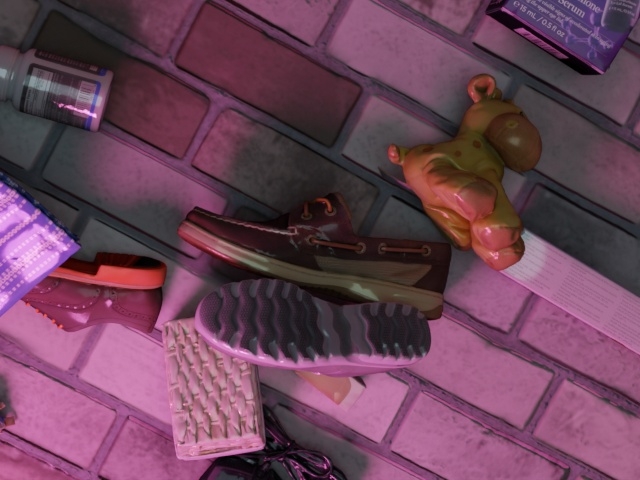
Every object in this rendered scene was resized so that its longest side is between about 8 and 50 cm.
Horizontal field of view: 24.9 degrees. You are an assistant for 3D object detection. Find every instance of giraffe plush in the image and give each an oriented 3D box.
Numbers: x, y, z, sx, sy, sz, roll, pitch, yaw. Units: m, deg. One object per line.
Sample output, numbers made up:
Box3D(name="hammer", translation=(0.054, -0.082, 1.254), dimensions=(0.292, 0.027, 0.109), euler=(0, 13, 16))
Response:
Box3D(name="giraffe plush", translation=(0.198, -0.095, 1.752), dimensions=(0.170, 0.181, 0.210), euler=(-45, 59, -11))

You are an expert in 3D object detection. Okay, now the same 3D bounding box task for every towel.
Box3D(name="towel", translation=(-0.464, -0.022, 1.603), dimensions=(0.243, 0.040, 0.336), euler=(-40, 119, 14))

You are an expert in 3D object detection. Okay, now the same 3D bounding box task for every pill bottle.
Box3D(name="pill bottle", translation=(-0.321, -0.183, 1.720), dimensions=(0.137, 0.078, 0.078), euler=(16, 95, -6))

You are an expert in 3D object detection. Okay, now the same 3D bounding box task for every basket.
Box3D(name="basket", translation=(-0.129, 0.173, 1.741), dimensions=(0.113, 0.103, 0.167), euler=(-7, 78, -4))

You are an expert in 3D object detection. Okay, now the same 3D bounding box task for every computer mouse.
Box3D(name="computer mouse", translation=(-0.108, 0.353, 1.808), dimensions=(0.188, 0.072, 0.272), euler=(40, 79, -6))

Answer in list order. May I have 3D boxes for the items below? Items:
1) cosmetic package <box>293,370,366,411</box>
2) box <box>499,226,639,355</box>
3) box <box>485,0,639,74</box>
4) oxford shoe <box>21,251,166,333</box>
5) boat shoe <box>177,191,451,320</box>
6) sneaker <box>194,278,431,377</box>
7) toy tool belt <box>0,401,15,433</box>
Box3D(name="cosmetic package", translation=(-0.001, 0.159, 1.796), dimensions=(0.115, 0.060, 0.041), euler=(38, 92, -6))
Box3D(name="box", translation=(0.367, 0.088, 1.819), dimensions=(0.324, 0.063, 0.067), euler=(29, 91, -8))
Box3D(name="box", translation=(0.321, -0.324, 1.748), dimensions=(0.153, 0.108, 0.207), euler=(30, 93, -7))
Box3D(name="oxford shoe", translation=(-0.324, 0.064, 1.741), dimensions=(0.271, 0.097, 0.098), euler=(5, 102, -5))
Box3D(name="boat shoe", translation=(0.000, 0.000, 1.755), dimensions=(0.342, 0.123, 0.123), euler=(16, 87, -11))
Box3D(name="sneaker", translation=(-0.016, 0.123, 1.697), dimensions=(0.281, 0.115, 0.105), euler=(11, 59, -18))
Box3D(name="toy tool belt", translation=(-0.414, 0.205, 1.774), dimensions=(0.051, 0.052, 0.083), euler=(-39, 103, -32))
